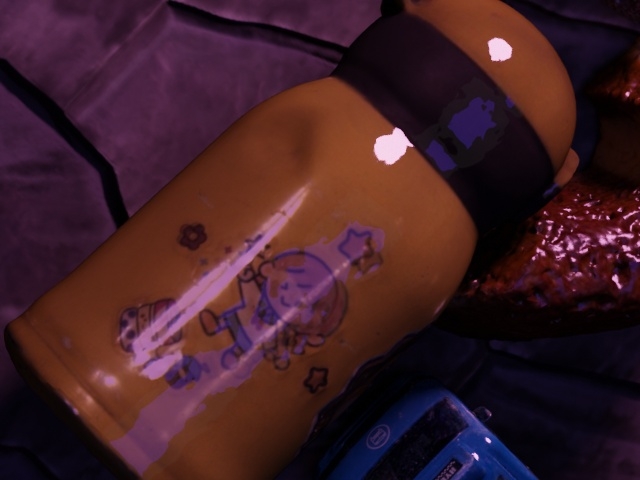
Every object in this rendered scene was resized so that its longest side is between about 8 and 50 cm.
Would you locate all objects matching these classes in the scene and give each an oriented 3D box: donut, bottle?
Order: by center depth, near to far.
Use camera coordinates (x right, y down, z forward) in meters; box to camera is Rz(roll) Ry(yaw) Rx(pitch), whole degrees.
[{"bbox_3d":[0.000,0.000,0.994,0.351,0.171,0.171,-43,111,-5],"label":"bottle"},{"bbox_3d":[0.200,-0.010,1.092,0.295,0.112,0.151,-42,109,-4],"label":"donut"}]

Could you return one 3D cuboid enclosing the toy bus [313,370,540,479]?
[{"bbox_3d":[0.117,0.203,1.099,0.113,0.134,0.246,-45,112,-4],"label":"toy bus"}]

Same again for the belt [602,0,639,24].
[{"bbox_3d":[0.140,-0.218,1.052,0.232,0.071,0.053,41,81,-25],"label":"belt"}]
